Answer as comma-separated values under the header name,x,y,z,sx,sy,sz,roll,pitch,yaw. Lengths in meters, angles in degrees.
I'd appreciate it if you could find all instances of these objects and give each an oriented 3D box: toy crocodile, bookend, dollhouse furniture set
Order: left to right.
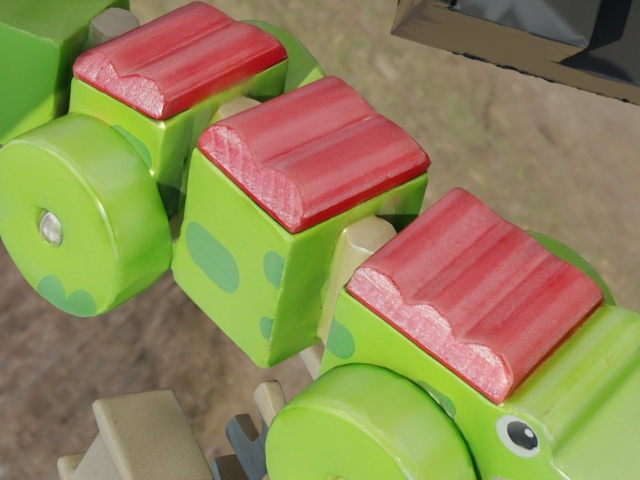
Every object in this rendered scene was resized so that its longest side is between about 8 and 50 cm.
name,x,y,z,sx,sy,sz,roll,pitch,yaw
dollhouse furniture set,-0.012,0.153,1.006,0.262,0.259,0.135,-54,51,45
toy crocodile,0.000,0.000,0.541,0.340,0.115,0.105,39,139,23
bookend,0.123,-0.119,0.814,0.156,0.072,0.157,16,180,-3
